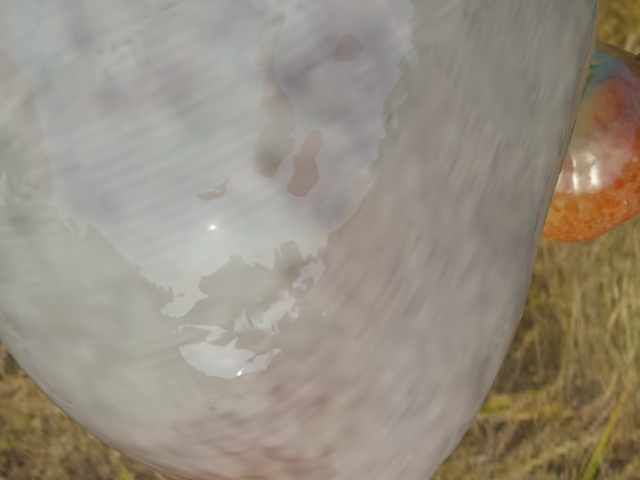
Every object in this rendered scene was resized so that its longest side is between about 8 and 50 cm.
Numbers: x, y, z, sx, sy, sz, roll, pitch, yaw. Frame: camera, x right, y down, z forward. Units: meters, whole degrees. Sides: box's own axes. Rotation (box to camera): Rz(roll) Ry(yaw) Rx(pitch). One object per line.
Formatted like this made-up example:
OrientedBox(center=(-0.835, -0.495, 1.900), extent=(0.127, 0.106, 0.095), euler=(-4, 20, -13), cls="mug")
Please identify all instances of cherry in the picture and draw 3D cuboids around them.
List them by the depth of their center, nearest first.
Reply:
OrientedBox(center=(-0.027, -0.072, 0.682), extent=(0.291, 0.326, 0.335), euler=(3, 58, 16), cls="cherry")

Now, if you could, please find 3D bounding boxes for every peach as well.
OrientedBox(center=(0.265, -0.098, 1.741), extent=(0.232, 0.232, 0.232), euler=(-4, 64, 8), cls="peach")
